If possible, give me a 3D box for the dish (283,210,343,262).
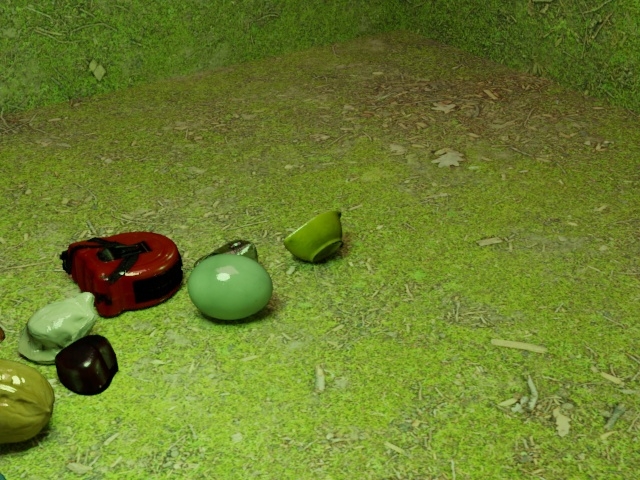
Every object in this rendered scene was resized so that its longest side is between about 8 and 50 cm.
[{"bbox_3d":[0.000,0.000,2.413,0.207,0.149,0.080,-20,69,-44],"label":"dish"}]

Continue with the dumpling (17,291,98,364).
[{"bbox_3d":[-0.560,0.195,2.089,0.199,0.118,0.136,-39,48,0],"label":"dumpling"}]

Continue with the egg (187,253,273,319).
[{"bbox_3d":[-0.203,0.104,2.185,0.192,0.149,0.149,0,28,-2],"label":"egg"}]

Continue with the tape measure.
[{"bbox_3d":[-0.461,0.065,2.318,0.260,0.114,0.253,-17,32,-25],"label":"tape measure"}]

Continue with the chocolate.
[{"bbox_3d":[-0.489,0.245,2.018,0.125,0.080,0.149,3,30,9],"label":"chocolate"}]

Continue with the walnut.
[{"bbox_3d":[-0.604,0.303,1.842,0.206,0.159,0.159,11,30,11],"label":"walnut"}]

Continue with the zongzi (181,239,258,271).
[{"bbox_3d":[-0.255,0.052,2.394,0.188,0.081,0.178,-21,13,-13],"label":"zongzi"}]

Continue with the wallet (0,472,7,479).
[{"bbox_3d":[-0.596,0.444,1.656,0.141,0.059,0.202,-11,27,-36],"label":"wallet"}]

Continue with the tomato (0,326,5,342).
[{"bbox_3d":[-0.800,0.209,1.913,0.338,0.144,0.338,-22,9,4],"label":"tomato"}]
